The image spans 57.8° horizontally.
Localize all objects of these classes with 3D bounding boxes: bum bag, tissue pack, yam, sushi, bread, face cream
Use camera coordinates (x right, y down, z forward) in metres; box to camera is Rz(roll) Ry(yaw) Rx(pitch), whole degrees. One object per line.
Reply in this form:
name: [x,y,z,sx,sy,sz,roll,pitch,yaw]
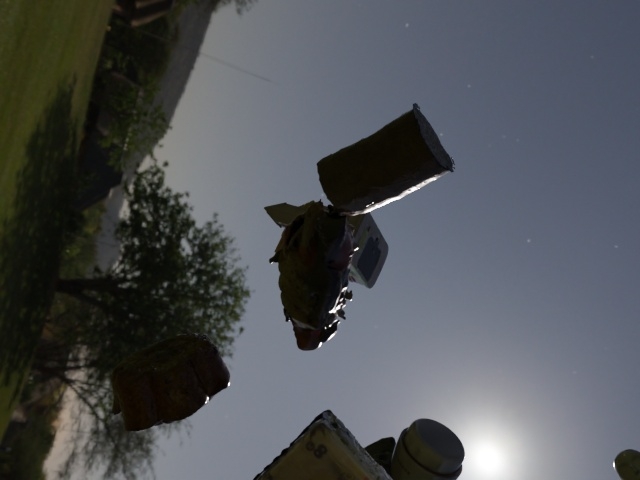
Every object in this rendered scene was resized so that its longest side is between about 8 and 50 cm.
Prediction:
bum bag: [0.147,0.597,1.435,0.123,0.060,0.248,-33,-153,17]
tissue pack: [-0.029,0.536,1.141,0.343,0.242,0.125,-43,175,2]
yam: [0.070,-0.082,0.626,0.127,0.084,0.084,-26,-133,27]
sushi: [-0.008,0.041,0.722,0.103,0.097,0.226,-41,147,-52]
bread: [-0.303,0.289,1.191,0.232,0.246,0.135,11,-62,54]
face cream: [0.182,0.375,0.992,0.104,0.117,0.117,-67,-156,20]

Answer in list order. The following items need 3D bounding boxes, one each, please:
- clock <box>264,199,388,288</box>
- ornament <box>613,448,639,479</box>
clock: [0.000,-0.001,1.582,0.309,0.235,0.166,17,-109,30]
ornament: [0.654,0.488,1.158,0.074,0.081,0.156,-39,-148,12]
